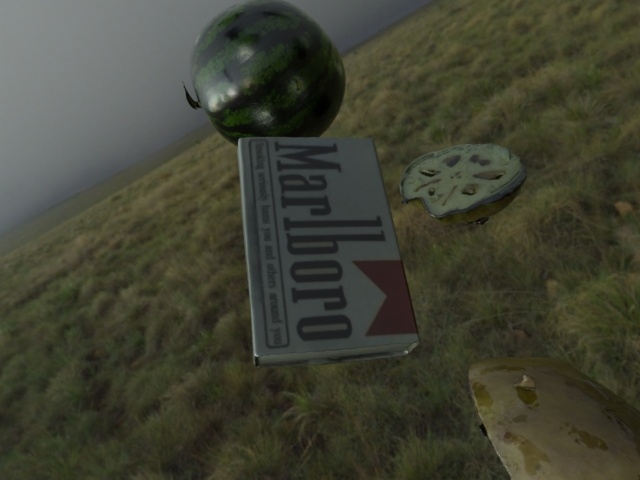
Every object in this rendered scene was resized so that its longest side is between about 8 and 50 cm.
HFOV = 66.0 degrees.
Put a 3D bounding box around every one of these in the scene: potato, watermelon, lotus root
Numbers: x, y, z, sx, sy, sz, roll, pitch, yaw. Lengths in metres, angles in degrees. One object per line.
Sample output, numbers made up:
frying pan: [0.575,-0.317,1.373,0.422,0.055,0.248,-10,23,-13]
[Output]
potato: [0.278,0.211,0.498,0.116,0.239,0.299,-56,29,23]
watermelon: [-0.088,-0.270,0.819,0.268,0.269,0.269,-26,17,9]
lotus root: [0.240,-0.085,0.843,0.203,0.078,0.183,-14,40,12]

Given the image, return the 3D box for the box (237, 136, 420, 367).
box: [0.000,0.000,0.369,0.115,0.178,0.036,-1,-28,-14]
